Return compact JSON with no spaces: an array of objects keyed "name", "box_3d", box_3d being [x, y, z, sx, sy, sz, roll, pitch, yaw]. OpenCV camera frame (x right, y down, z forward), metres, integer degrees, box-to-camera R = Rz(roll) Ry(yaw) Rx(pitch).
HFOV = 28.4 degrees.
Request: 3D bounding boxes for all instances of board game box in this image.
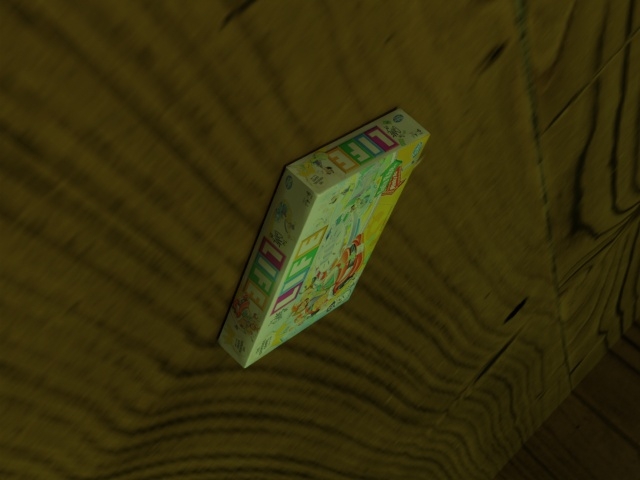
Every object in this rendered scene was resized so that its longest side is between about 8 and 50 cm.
[{"name":"board game box","box_3d":[0.000,0.000,0.763,0.103,0.026,0.154,-31,155,-41]}]
